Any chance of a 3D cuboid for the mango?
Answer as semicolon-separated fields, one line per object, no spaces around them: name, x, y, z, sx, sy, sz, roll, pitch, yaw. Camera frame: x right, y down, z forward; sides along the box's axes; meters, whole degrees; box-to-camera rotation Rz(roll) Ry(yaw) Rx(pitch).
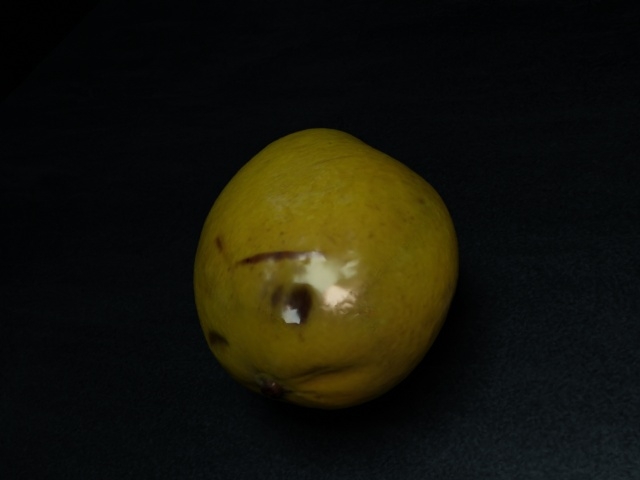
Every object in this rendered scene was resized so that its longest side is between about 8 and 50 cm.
mango;0.000;0.000;1.073;0.301;0.220;0.445;-22;34;13
